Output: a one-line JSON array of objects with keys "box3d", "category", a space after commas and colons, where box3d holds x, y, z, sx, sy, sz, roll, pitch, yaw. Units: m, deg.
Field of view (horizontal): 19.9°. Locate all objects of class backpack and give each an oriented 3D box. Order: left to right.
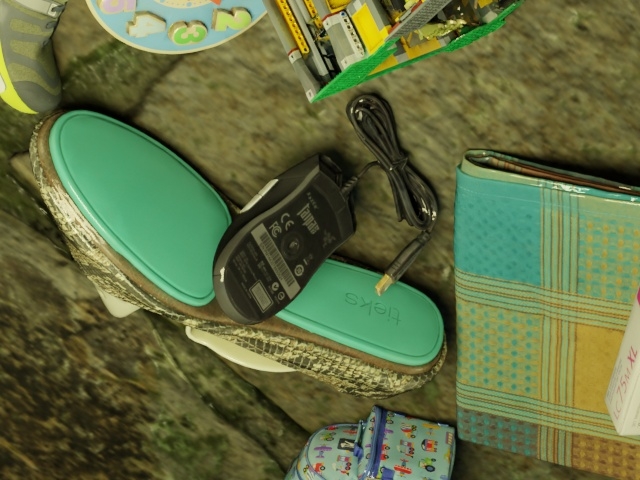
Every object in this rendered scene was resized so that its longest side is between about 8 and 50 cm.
[{"box3d": [0.050, 0.254, 1.971, 0.173, 0.158, 0.117, 16, 120, 5], "category": "backpack"}]

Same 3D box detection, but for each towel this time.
[{"box3d": [0.262, 0.087, 1.833, 0.271, 0.040, 0.370, 13, 130, 21], "category": "towel"}]

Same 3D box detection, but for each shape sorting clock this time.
[{"box3d": [-0.112, -0.251, 1.604, 0.206, 0.040, 0.206, -18, 134, -19], "category": "shape sorting clock"}]

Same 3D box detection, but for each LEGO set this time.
[{"box3d": [0.073, -0.266, 1.497, 0.255, 0.331, 0.192, -24, 86, -17], "category": "LEGO set"}]

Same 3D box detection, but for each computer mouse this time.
[{"box3d": [0.000, 0.000, 1.748, 0.060, 0.262, 0.184, 14, 146, 49], "category": "computer mouse"}]

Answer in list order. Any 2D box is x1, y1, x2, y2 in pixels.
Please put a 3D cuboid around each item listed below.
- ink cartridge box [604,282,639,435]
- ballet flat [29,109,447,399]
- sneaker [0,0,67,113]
[{"box3d": [0.441, 0.101, 1.733, 0.311, 0.065, 0.185, 2, 127, -10], "category": "ink cartridge box"}, {"box3d": [-0.104, 0.044, 1.816, 0.483, 0.164, 0.182, 28, 142, -21], "category": "ballet flat"}, {"box3d": [-0.247, -0.239, 1.616, 0.121, 0.111, 0.300, -2, 131, -1], "category": "sneaker"}]
